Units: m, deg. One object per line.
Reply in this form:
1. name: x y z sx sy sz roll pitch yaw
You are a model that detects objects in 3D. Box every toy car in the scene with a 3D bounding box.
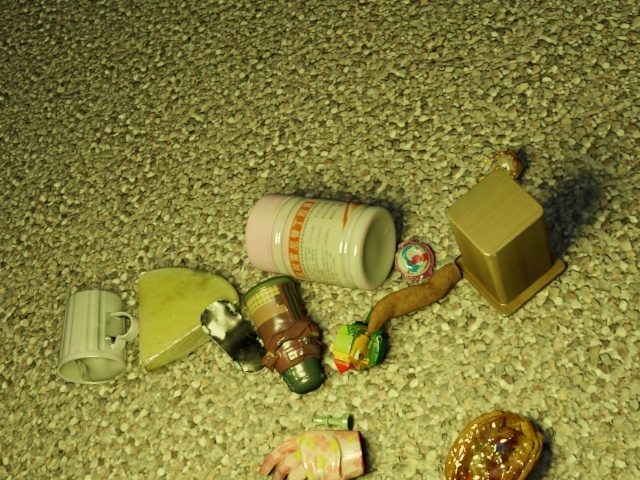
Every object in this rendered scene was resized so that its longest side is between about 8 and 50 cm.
1. toy car: -0.203 0.232 1.992 0.095 0.056 0.205 -42 98 -12

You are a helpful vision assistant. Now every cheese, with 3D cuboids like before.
1. cheese: 0.230 0.064 1.962 0.095 0.038 0.145 -28 70 -1

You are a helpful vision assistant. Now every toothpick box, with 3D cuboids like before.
1. toothpick box: 0.388 0.001 1.778 0.187 0.308 0.190 -38 60 -1

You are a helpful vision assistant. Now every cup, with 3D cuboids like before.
1. cup: -0.549 0.239 2.110 0.220 0.167 0.202 -8 58 1

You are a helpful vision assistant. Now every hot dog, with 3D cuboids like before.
1. hot dog: 0.350 0.449 1.691 0.160 0.099 0.227 28 80 30

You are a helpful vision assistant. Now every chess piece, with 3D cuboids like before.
1. chess piece: 0.026 0.407 1.871 0.093 0.042 0.042 -4 63 27

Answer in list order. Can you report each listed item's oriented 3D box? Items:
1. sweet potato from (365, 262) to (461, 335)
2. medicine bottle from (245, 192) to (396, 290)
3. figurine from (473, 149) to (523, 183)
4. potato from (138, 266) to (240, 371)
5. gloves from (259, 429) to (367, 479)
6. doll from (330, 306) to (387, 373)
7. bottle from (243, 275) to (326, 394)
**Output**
1. sweet potato: 0.198 0.135 1.874 0.281 0.059 0.067 -26 67 -21
2. medicine bottle: 0.000 0.000 1.974 0.315 0.202 0.202 8 68 31
3. figurine: 0.423 -0.149 1.987 0.101 0.068 0.143 23 87 33
4. potato: -0.315 0.191 2.068 0.255 0.112 0.270 -11 58 2
5. gloves: -0.023 0.476 1.808 0.241 0.126 0.145 -12 66 6
6. doll: 0.086 0.228 1.861 0.106 0.186 0.135 15 100 26
7. bottle: -0.080 0.226 1.933 0.156 0.143 0.271 -23 69 -4
